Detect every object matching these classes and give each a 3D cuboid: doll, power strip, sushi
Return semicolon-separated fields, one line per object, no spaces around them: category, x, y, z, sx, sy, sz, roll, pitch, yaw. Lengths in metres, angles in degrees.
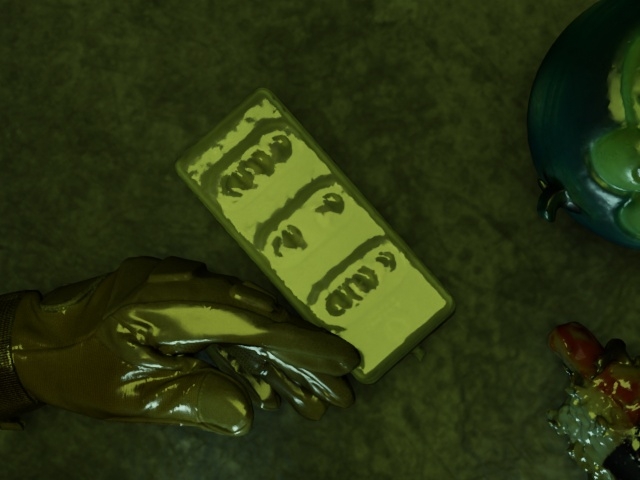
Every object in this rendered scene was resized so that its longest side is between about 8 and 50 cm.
doll;0.288;-0.114;0.954;0.322;0.186;0.198;-34;113;-15
power strip;0.000;0.000;1.029;0.105;0.070;0.256;-42;83;2
sushi;0.252;0.159;0.974;0.103;0.097;0.226;-36;67;-4

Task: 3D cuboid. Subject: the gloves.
gloves;-0.130;0.082;0.997;0.331;0.154;0.141;-3;86;13
